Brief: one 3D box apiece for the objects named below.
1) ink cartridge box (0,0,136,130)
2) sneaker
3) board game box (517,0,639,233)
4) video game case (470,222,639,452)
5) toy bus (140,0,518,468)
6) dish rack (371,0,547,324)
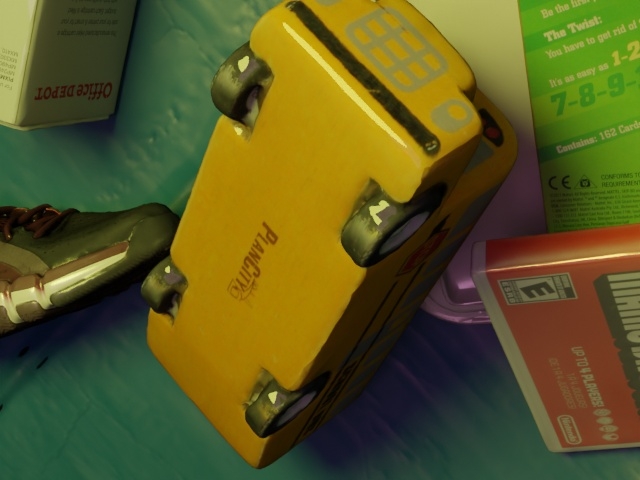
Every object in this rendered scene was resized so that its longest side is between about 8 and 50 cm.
[{"bbox_3d":[-0.166,-0.163,0.867,0.072,0.127,0.175,17,103,15],"label":"ink cartridge box"},{"bbox_3d":[-0.231,-0.014,0.925,0.281,0.106,0.162,-20,89,20],"label":"sneaker"},{"bbox_3d":[0.158,-0.110,0.686,0.124,0.039,0.259,-4,120,15],"label":"board game box"},{"bbox_3d":[0.240,0.048,0.756,0.285,0.204,0.025,-7,54,18],"label":"video game case"},{"bbox_3d":[0.000,0.000,0.747,0.108,0.130,0.332,48,146,15],"label":"toy bus"},{"bbox_3d":[0.168,-0.078,0.763,0.333,0.072,0.285,-7,115,17],"label":"dish rack"}]
